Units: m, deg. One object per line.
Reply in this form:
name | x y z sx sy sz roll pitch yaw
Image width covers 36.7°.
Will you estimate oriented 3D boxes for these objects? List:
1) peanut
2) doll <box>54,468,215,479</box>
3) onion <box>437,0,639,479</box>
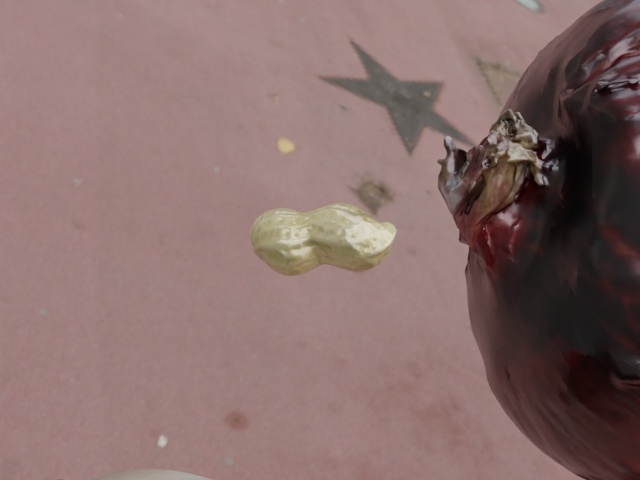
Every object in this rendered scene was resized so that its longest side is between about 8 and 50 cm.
peanut | 0.000 0.000 1.071 0.187 0.082 0.082 -3 23 29
doll | -0.154 0.282 0.555 0.226 0.370 0.215 38 13 29
onion | 0.181 -0.003 0.573 0.232 0.314 0.314 5 41 -10
